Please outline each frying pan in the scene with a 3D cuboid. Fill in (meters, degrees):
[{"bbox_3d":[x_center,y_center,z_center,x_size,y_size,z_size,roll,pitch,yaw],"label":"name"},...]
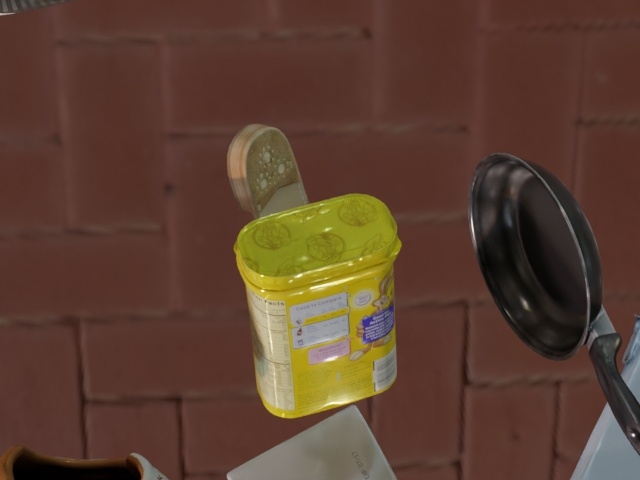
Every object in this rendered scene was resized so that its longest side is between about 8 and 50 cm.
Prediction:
[{"bbox_3d":[0.226,0.041,1.631,0.053,0.326,0.197,-20,126,-22],"label":"frying pan"}]

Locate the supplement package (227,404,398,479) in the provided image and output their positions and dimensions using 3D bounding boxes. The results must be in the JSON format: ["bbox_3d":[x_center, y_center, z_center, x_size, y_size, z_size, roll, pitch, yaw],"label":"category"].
[{"bbox_3d":[0.026,0.279,1.720,0.134,0.139,0.244,-28,150,-2],"label":"supplement package"}]

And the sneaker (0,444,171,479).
[{"bbox_3d":[-0.095,0.215,1.225,0.290,0.106,0.123,19,135,-14],"label":"sneaker"}]

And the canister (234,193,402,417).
[{"bbox_3d":[0.001,0.056,1.498,0.126,0.073,0.170,-15,135,-12],"label":"canister"}]

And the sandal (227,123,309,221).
[{"bbox_3d":[-0.004,0.004,1.618,0.088,0.079,0.240,-48,133,-27],"label":"sandal"}]

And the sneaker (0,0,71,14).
[{"bbox_3d":[-0.110,-0.170,0.992,0.234,0.106,0.078,-12,95,-26],"label":"sneaker"}]

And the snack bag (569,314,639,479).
[{"bbox_3d":[0.386,0.268,1.724,0.342,0.037,0.323,27,70,5],"label":"snack bag"}]
